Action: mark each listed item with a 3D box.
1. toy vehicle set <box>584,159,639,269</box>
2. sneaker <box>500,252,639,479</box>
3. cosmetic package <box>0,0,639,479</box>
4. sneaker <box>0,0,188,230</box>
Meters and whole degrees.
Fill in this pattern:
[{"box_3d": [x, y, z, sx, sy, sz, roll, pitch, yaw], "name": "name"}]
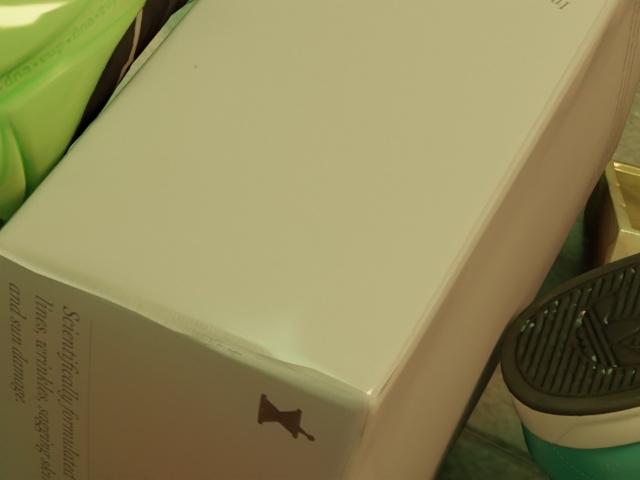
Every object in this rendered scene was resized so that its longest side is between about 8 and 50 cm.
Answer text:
[{"box_3d": [0.273, 0.023, 0.935, 0.266, 0.035, 0.166, 15, 16, 3], "name": "toy vehicle set"}, {"box_3d": [0.238, 0.079, 0.782, 0.295, 0.178, 0.124, -14, 39, 6], "name": "sneaker"}, {"box_3d": [0.021, -0.022, 0.779, 0.156, 0.217, 0.385, 24, 47, 14], "name": "cosmetic package"}, {"box_3d": [-0.225, -0.123, 0.817, 0.483, 0.185, 0.202, 21, 53, 43], "name": "sneaker"}]
